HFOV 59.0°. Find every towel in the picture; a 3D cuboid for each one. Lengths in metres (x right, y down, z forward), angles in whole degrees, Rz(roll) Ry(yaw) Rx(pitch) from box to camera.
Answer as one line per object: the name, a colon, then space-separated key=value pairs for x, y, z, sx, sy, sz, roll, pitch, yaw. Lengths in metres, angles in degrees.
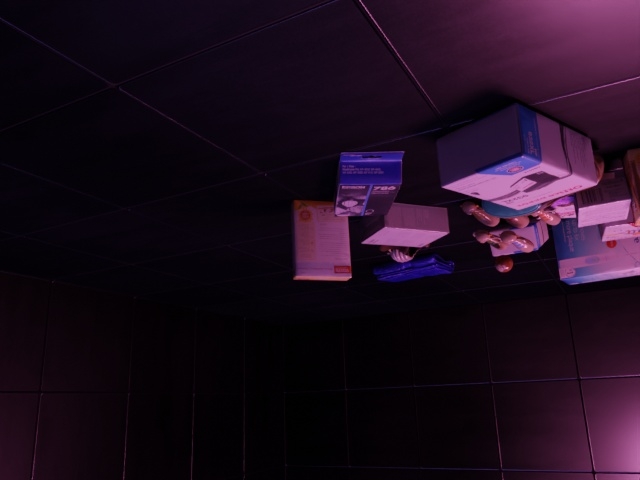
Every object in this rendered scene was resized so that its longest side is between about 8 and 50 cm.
towel: x=0.413 y=0.135 z=2.500 sx=0.308 sy=0.076 sz=0.228 roll=-13 pitch=159 yaw=34

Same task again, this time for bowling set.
bowling set: x=0.548 y=-0.016 z=1.682 sx=0.154 sy=0.200 sz=0.287 roll=22 pitch=166 yaw=-33

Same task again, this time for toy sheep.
toy sheep: x=0.308 y=0.041 z=2.162 sx=0.091 sy=0.091 sz=0.132 roll=14 pitch=171 yaw=-43

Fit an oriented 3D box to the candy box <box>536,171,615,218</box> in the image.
candy box: x=0.738 y=-0.127 z=1.651 sx=0.165 sy=0.070 sz=0.196 roll=-3 pitch=163 yaw=2

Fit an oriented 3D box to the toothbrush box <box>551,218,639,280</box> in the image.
toothbrush box: x=0.967 y=0.019 z=1.923 sx=0.295 sy=0.216 sz=0.126 roll=-12 pitch=161 yaw=34

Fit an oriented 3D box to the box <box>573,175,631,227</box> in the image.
box: x=0.746 y=-0.101 z=1.505 sx=0.126 sy=0.072 sz=0.137 roll=-11 pitch=156 yaw=20

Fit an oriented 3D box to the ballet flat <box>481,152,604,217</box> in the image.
ballet flat: x=0.597 y=-0.151 z=1.510 sx=0.124 sy=0.116 sz=0.342 roll=-31 pitch=-179 yaw=-41

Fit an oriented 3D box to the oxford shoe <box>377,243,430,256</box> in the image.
oxford shoe: x=0.297 y=0.016 z=2.050 sx=0.083 sy=0.096 sz=0.227 roll=11 pitch=161 yaw=-42

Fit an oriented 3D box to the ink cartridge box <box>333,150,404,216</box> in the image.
ink cartridge box: x=0.124 y=-0.145 z=1.537 sx=0.165 sy=0.065 sz=0.332 roll=-1 pitch=163 yaw=-1

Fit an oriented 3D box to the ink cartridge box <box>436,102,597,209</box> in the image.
ink cartridge box: x=0.460 y=-0.183 z=1.324 sx=0.307 sy=0.129 sz=0.223 roll=10 pitch=160 yaw=-36

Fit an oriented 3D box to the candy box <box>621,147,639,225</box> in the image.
candy box: x=0.938 y=-0.151 z=1.395 sx=0.316 sy=0.183 sz=0.087 roll=-7 pitch=162 yaw=15

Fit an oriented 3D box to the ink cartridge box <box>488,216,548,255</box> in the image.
ink cartridge box: x=0.660 y=-0.016 z=1.875 sx=0.148 sy=0.086 sz=0.203 roll=-12 pitch=-177 yaw=33

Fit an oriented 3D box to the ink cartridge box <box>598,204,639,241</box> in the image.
ink cartridge box: x=0.919 y=-0.084 z=1.720 sx=0.128 sy=0.127 sz=0.176 roll=-9 pitch=163 yaw=20

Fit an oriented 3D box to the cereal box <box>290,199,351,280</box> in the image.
cereal box: x=0.000 y=0.000 z=1.696 sx=0.173 sy=0.240 sz=0.047 roll=3 pitch=163 yaw=-15

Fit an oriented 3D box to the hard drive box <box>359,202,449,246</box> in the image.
hard drive box: x=0.269 y=-0.047 z=1.836 sx=0.232 sy=0.089 sz=0.181 roll=5 pitch=163 yaw=-21
